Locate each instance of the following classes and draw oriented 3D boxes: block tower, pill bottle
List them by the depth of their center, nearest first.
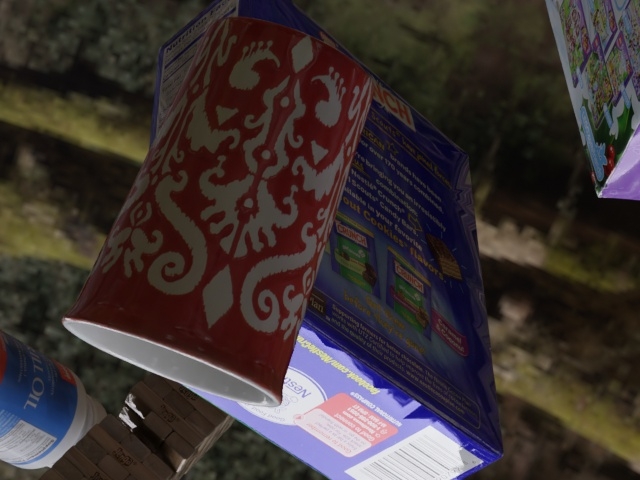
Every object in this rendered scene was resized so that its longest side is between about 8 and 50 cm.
[{"bbox_3d":[-0.177,0.206,1.662,0.091,0.097,0.335,41,-127,7],"label":"block tower"},{"bbox_3d":[-0.333,0.176,1.832,0.124,0.124,0.221,44,-176,40],"label":"pill bottle"}]

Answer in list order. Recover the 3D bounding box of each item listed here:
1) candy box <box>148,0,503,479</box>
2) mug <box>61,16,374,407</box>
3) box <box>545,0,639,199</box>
[{"bbox_3d":[0.000,0.000,1.241,0.268,0.122,0.317,37,-144,-32],"label":"candy box"},{"bbox_3d":[-0.055,-0.017,0.848,0.113,0.169,0.150,29,165,-34],"label":"mug"},{"bbox_3d":[0.150,-0.190,0.736,0.057,0.201,0.293,3,-128,-13],"label":"box"}]
